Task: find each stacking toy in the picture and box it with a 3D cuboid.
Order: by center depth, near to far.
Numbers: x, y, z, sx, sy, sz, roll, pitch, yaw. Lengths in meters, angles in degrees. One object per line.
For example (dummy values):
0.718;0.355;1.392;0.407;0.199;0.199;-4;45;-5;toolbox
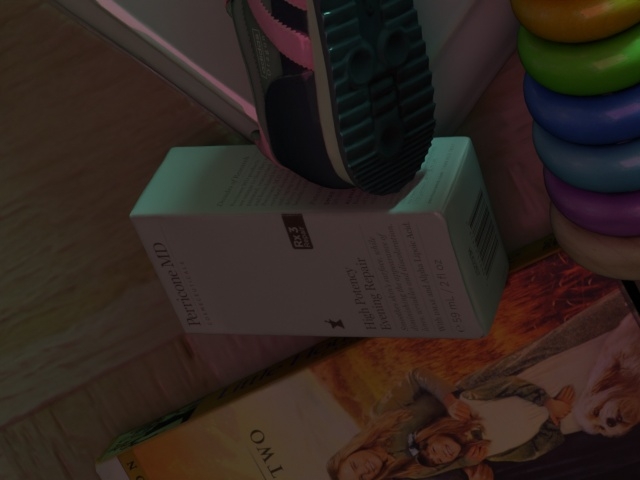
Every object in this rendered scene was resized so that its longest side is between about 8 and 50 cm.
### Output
0.165;-0.136;0.944;0.141;0.141;0.330;-15;127;16;stacking toy

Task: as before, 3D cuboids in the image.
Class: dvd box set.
0.083;0.203;1.162;0.420;0.062;0.307;-25;98;17;dvd box set

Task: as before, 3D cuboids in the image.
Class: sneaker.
-0.018;-0.185;0.961;0.131;0.112;0.319;11;113;45;sneaker

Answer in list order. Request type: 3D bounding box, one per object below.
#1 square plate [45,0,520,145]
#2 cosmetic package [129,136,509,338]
-0.019;-0.210;1.037;0.344;0.049;0.347;36;122;1;square plate
0.000;0.000;1.069;0.231;0.085;0.117;-2;130;25;cosmetic package
